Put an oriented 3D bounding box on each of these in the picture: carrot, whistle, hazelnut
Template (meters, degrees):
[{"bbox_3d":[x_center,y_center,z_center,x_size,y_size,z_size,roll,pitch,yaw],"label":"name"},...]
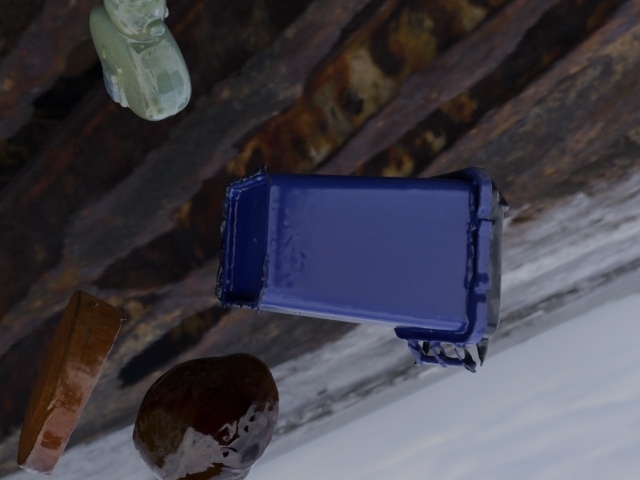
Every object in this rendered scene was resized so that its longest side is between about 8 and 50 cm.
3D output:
[{"bbox_3d":[-0.407,0.235,1.520,0.100,0.307,0.258,20,141,-15],"label":"carrot"},{"bbox_3d":[-0.170,-0.194,0.857,0.067,0.126,0.258,-33,164,-21],"label":"whistle"},{"bbox_3d":[-0.132,0.228,1.147,0.201,0.170,0.160,-17,166,31],"label":"hazelnut"}]

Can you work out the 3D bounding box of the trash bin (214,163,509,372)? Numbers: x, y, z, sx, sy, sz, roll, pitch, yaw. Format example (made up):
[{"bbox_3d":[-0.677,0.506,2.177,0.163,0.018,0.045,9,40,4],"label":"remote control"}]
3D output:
[{"bbox_3d":[0.036,0.021,0.841,0.234,0.184,0.162,5,174,-23],"label":"trash bin"}]
